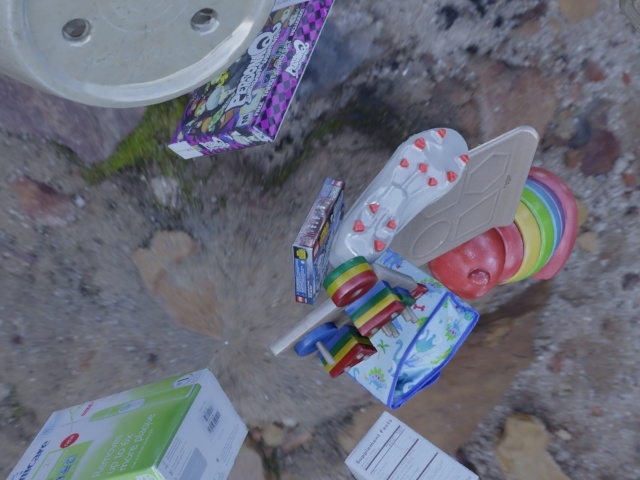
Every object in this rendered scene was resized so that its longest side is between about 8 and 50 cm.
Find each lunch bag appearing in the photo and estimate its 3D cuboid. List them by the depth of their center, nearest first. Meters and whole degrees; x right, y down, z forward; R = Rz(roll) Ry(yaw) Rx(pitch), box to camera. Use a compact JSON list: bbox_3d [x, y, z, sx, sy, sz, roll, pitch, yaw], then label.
[{"bbox_3d":[0.088,0.105,1.378,0.151,0.129,0.096,-54,136,-1],"label":"lunch bag"}]

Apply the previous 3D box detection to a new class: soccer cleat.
[{"bbox_3d":[0.074,-0.044,1.176,0.068,0.076,0.196,47,60,-5],"label":"soccer cleat"}]

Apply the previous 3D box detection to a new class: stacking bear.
[{"bbox_3d":[0.253,0.000,1.729,0.175,0.289,0.164,40,124,15],"label":"stacking bear"}]

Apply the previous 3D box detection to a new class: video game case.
[{"bbox_3d":[-0.094,-0.225,1.587,0.042,0.210,0.232,34,68,-31],"label":"video game case"}]

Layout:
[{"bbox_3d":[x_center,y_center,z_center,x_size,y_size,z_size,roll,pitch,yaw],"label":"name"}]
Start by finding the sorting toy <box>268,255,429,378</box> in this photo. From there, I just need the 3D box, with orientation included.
[{"bbox_3d":[0.037,0.087,1.163,0.132,0.274,0.046,-38,72,11],"label":"sorting toy"}]

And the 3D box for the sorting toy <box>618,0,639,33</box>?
[{"bbox_3d":[0.427,-0.290,1.208,0.041,0.307,0.229,-10,56,-23],"label":"sorting toy"}]

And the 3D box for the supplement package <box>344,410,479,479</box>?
[{"bbox_3d":[0.144,0.362,1.803,0.179,0.105,0.105,33,76,26],"label":"supplement package"}]

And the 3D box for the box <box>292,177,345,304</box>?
[{"bbox_3d":[0.000,0.000,1.459,0.027,0.094,0.137,11,42,14],"label":"box"}]

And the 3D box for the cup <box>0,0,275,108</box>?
[{"bbox_3d":[-0.144,-0.224,0.761,0.331,0.331,0.237,-25,53,-6],"label":"cup"}]

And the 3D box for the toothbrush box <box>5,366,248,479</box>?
[{"bbox_3d":[-0.266,0.304,1.580,0.283,0.206,0.122,-19,114,28],"label":"toothbrush box"}]

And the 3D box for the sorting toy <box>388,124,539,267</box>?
[{"bbox_3d":[0.170,-0.051,1.508,0.208,0.193,0.038,-22,56,-22],"label":"sorting toy"}]
